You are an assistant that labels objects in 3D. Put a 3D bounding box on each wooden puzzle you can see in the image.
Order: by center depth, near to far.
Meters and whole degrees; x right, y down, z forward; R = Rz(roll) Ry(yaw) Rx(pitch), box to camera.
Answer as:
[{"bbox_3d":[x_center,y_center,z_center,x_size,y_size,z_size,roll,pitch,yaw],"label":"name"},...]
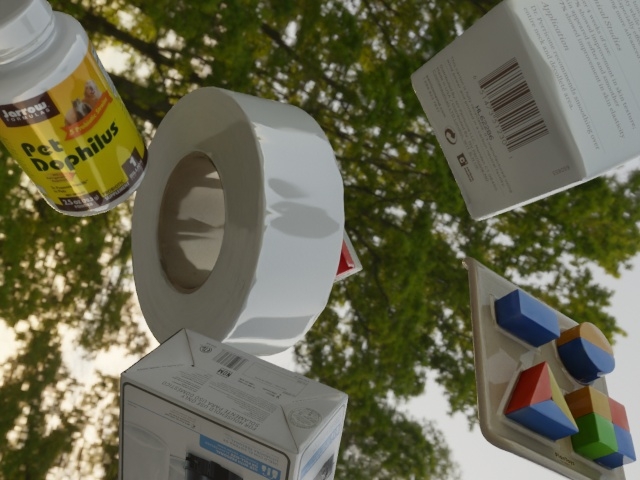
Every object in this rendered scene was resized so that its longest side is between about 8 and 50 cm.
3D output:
[{"bbox_3d":[0.365,0.204,1.116,0.080,0.322,0.347,-41,-148,35],"label":"wooden puzzle"}]

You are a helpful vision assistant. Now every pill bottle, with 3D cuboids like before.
[{"bbox_3d":[-0.252,-0.129,0.679,0.117,0.215,0.117,-7,-129,9],"label":"pill bottle"}]

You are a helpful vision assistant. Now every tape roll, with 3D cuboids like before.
[{"bbox_3d":[-0.101,-0.016,0.779,0.286,0.100,0.286,-7,-98,51],"label":"tape roll"}]

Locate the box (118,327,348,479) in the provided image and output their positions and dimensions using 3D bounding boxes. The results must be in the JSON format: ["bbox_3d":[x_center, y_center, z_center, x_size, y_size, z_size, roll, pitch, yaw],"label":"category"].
[{"bbox_3d":[-0.085,0.241,0.633,0.087,0.169,0.290,-38,142,-56],"label":"box"}]

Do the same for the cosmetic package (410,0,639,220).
[{"bbox_3d":[0.457,-0.277,1.362,0.329,0.394,0.327,67,-24,2],"label":"cosmetic package"}]

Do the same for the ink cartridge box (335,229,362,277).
[{"bbox_3d":[0.000,0.000,1.153,0.078,0.231,0.134,-25,-96,5],"label":"ink cartridge box"}]
